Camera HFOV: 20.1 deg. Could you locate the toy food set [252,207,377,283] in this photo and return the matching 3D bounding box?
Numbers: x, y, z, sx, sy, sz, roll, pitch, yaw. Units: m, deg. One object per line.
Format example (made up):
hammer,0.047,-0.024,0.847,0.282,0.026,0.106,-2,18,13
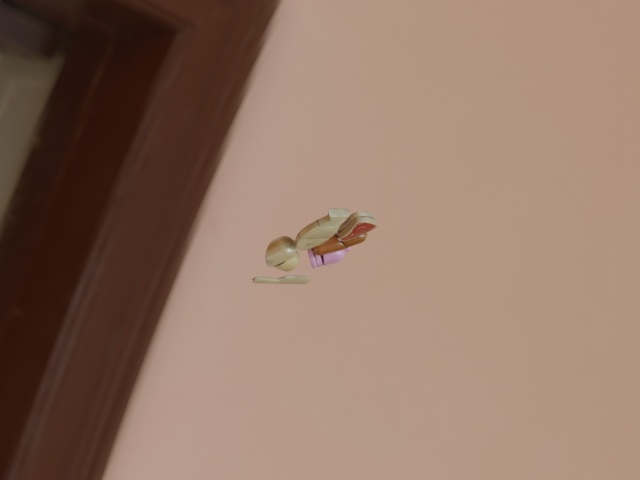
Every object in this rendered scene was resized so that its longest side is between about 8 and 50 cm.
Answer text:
toy food set,0.000,0.000,1.401,0.122,0.078,0.019,-36,-119,44
